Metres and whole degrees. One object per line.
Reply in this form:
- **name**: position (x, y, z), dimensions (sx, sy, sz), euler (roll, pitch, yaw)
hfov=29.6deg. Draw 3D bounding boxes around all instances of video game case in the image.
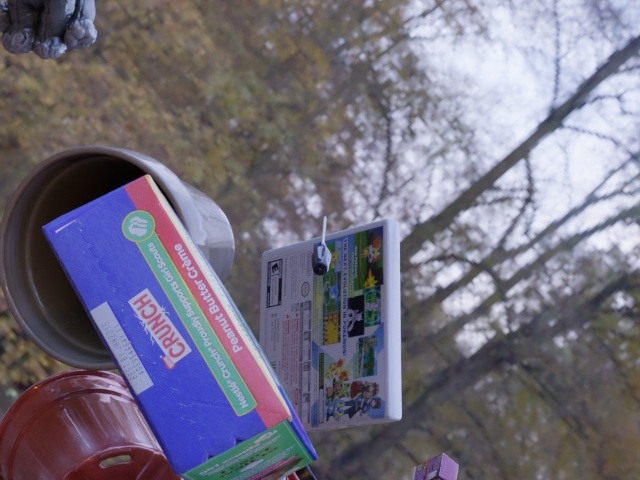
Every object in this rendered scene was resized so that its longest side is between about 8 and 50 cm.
- **video game case**: position (0.011, 0.150, 2.019), dimensions (0.300, 0.328, 0.036), euler (-15, -23, 41)

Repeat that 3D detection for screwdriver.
- **screwdriver**: position (0.000, 0.000, 1.531), dimensions (0.025, 0.024, 0.170), euler (27, 22, -14)

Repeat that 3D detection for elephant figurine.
- **elephant figurine**: position (-0.378, -0.382, 1.654), dimensions (0.239, 0.169, 0.186), euler (93, -27, -42)

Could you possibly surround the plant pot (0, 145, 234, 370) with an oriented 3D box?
- **plant pot**: position (-0.275, 0.020, 1.839), dimensions (0.323, 0.323, 0.280), euler (47, 17, 13)

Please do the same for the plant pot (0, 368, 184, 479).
- **plant pot**: position (-0.334, 0.361, 1.825), dimensions (0.272, 0.272, 0.265), euler (57, -14, -23)

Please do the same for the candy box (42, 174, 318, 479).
- **candy box**: position (-0.126, 0.112, 1.205), dimensions (0.268, 0.122, 0.317), euler (59, -3, 16)

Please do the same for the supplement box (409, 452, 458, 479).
- **supplement box**: position (0.204, 0.431, 2.200), dimensions (0.043, 0.055, 0.083), euler (40, -50, -19)

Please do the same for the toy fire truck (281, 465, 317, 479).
- **toy fire truck**: position (-0.090, 0.301, 1.487), dimensions (0.217, 0.159, 0.246), euler (62, -7, -16)
